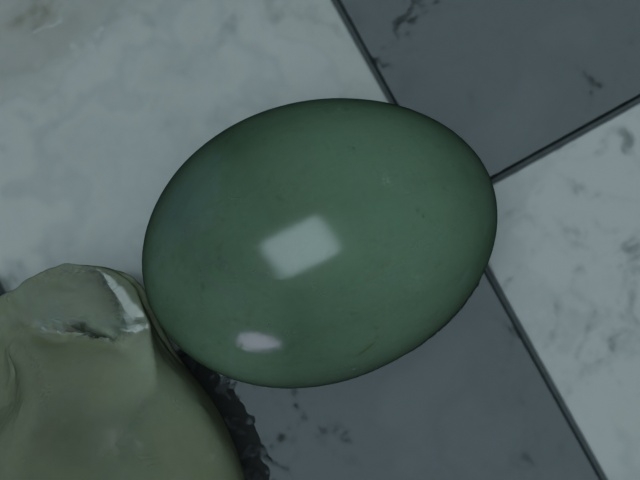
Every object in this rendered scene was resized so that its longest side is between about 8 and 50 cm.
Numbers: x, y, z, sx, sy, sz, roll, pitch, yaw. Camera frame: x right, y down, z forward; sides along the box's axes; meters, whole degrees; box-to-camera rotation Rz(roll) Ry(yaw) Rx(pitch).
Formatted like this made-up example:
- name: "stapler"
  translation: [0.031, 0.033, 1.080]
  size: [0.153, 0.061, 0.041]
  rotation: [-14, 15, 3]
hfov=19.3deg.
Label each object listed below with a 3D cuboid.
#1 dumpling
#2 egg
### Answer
- name: "dumpling"
  translation: [-0.122, 0.139, 1.008]
  size: [0.162, 0.132, 0.250]
  rotation: [-18, 86, 0]
- name: "egg"
  translation: [0.000, 0.000, 0.995]
  size: [0.192, 0.149, 0.149]
  rotation: [-21, 86, -3]
